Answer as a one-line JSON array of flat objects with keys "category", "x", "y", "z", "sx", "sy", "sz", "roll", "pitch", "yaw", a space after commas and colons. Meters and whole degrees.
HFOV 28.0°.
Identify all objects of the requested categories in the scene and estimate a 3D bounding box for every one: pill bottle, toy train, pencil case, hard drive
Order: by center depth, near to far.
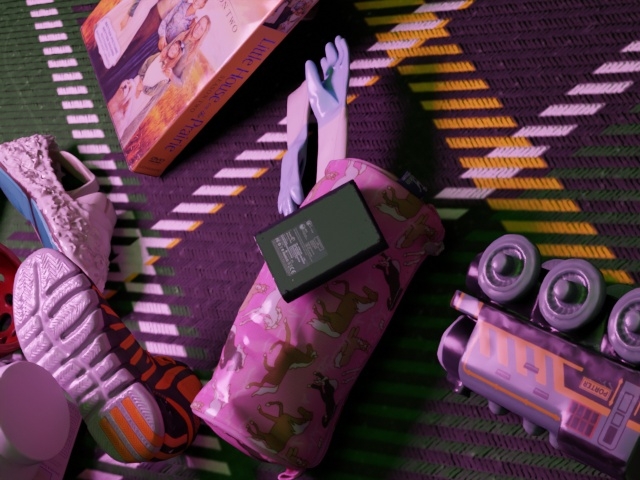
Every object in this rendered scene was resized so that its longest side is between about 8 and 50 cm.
[{"category": "toy train", "x": 0.265, "y": 0.121, "z": 1.345, "sx": 0.334, "sy": 0.142, "sz": 0.190, "roll": 25, "pitch": 89, "yaw": 44}, {"category": "hard drive", "x": 0.000, "y": 0.000, "z": 1.478, "sx": 0.135, "sy": 0.022, "sz": 0.094, "roll": -29, "pitch": 64, "yaw": 6}, {"category": "pencil case", "x": 0.001, "y": 0.091, "z": 1.544, "sx": 0.167, "sy": 0.160, "sz": 0.386, "roll": 19, "pitch": 75, "yaw": 48}, {"category": "pill bottle", "x": -0.474, "y": 0.255, "z": 1.608, "sx": 0.323, "sy": 0.181, "sz": 0.181, "roll": -22, "pitch": 51, "yaw": 28}]

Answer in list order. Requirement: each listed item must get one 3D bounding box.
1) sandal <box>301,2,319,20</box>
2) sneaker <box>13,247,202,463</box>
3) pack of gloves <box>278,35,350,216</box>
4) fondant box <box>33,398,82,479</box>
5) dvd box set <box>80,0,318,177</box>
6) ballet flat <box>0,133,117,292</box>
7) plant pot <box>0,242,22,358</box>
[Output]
[{"category": "sandal", "x": -0.116, "y": -0.360, "z": 1.972, "sx": 0.303, "sy": 0.120, "sz": 0.086, "roll": 18, "pitch": 103, "yaw": 45}, {"category": "sneaker", "x": -0.272, "y": 0.155, "z": 1.680, "sx": 0.125, "sy": 0.180, "sz": 0.321, "roll": -37, "pitch": 73, "yaw": 15}, {"category": "pack of gloves", "x": -0.023, "y": -0.156, "z": 1.737, "sx": 0.195, "sy": 0.046, "sz": 0.232, "roll": -43, "pitch": 37, "yaw": 51}, {"category": "fondant box", "x": -0.476, "y": 0.367, "z": 1.734, "sx": 0.238, "sy": 0.096, "sz": 0.330, "roll": -18, "pitch": 44, "yaw": 32}, {"category": "dvd box set", "x": -0.189, "y": -0.340, "z": 1.908, "sx": 0.420, "sy": 0.062, "sz": 0.307, "roll": -42, "pitch": 56, "yaw": 32}, {"category": "ballet flat", "x": -0.391, "y": -0.054, "z": 1.966, "sx": 0.147, "sy": 0.147, "sz": 0.409, "roll": -46, "pitch": 46, "yaw": 4}, {"category": "plant pot", "x": -0.550, "y": 0.109, "z": 1.942, "sx": 0.174, "sy": 0.191, "sz": 0.191, "roll": -30, "pitch": 48, "yaw": 31}]
